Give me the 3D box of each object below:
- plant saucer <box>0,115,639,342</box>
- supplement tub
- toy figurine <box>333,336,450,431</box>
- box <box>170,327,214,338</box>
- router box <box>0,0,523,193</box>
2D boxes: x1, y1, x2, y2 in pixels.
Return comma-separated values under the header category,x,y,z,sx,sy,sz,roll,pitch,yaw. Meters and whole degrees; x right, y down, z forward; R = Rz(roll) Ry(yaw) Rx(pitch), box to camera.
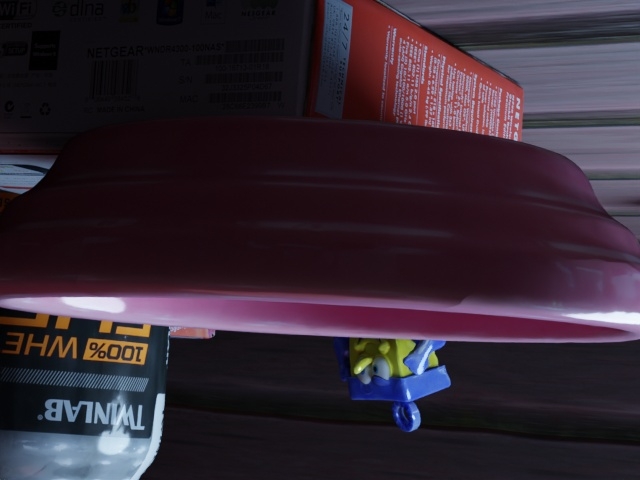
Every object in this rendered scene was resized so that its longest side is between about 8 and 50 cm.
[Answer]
category,x,y,z,sx,sy,sz,roll,pitch,yaw
plant saucer,0.000,0.000,0.810,0.332,0.084,0.332,4,174,0
supplement tub,-0.209,0.060,1.258,0.194,0.316,0.193,3,175,0
toy figurine,0.116,0.097,1.797,0.191,0.217,0.363,-6,-179,-37
box,-0.286,0.054,2.208,0.154,0.142,0.300,9,173,-43
router box,-0.090,-0.075,0.964,0.336,0.082,0.301,1,174,26
